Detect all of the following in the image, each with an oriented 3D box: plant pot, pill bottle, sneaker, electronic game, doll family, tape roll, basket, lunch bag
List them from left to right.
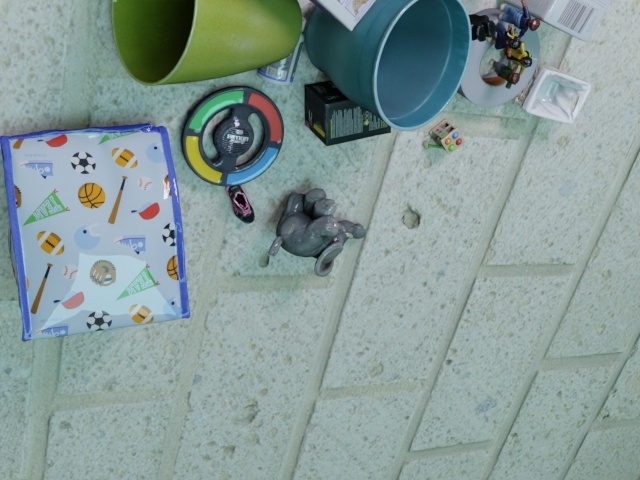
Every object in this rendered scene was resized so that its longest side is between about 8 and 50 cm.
[{"bbox_3d":[-0.444,-0.030,1.549,0.328,0.239,0.385,-8,101,-21],"label":"lunch bag"},{"bbox_3d":[-0.186,-0.415,1.446,0.293,0.275,0.274,-6,124,-43],"label":"plant pot"},{"bbox_3d":[-0.186,-0.220,1.683,0.229,0.048,0.229,-13,124,-20],"label":"electronic game"},{"bbox_3d":[-0.176,-0.078,1.778,0.047,0.057,0.119,-32,131,-9],"label":"sneaker"},{"bbox_3d":[-0.078,-0.394,1.607,0.078,0.078,0.137,3,119,-29],"label":"pill bottle"},{"bbox_3d":[0.115,-0.388,1.573,0.272,0.255,0.271,-26,131,-34],"label":"plant pot"},{"bbox_3d":[0.402,-0.427,1.840,0.219,0.072,0.219,-13,126,-19],"label":"tape roll"},{"bbox_3d":[0.428,-0.431,1.730,0.076,0.111,0.193,-25,128,-11],"label":"doll family"},{"bbox_3d":[0.560,-0.369,1.940,0.167,0.103,0.113,9,116,-31],"label":"basket"}]

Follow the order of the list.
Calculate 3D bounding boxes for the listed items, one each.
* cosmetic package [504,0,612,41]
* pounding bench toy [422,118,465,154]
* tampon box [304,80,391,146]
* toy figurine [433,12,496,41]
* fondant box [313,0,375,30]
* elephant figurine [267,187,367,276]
[{"bbox_3d":[0.529,-0.559,1.745,0.151,0.183,0.151,13,115,-33],"label":"cosmetic package"},{"bbox_3d":[0.298,-0.241,1.911,0.083,0.065,0.052,-39,130,1],"label":"pounding bench toy"},{"bbox_3d":[0.060,-0.287,1.721,0.161,0.120,0.101,-14,125,-19],"label":"tampon box"},{"bbox_3d":[0.295,-0.545,1.667,0.213,0.148,0.209,16,107,-32],"label":"toy figurine"},{"bbox_3d":[-0.066,-0.522,1.364,0.096,0.238,0.330,-52,148,11],"label":"fondant box"},{"bbox_3d":[0.000,0.000,1.871,0.186,0.169,0.239,-10,148,13],"label":"elephant figurine"}]
